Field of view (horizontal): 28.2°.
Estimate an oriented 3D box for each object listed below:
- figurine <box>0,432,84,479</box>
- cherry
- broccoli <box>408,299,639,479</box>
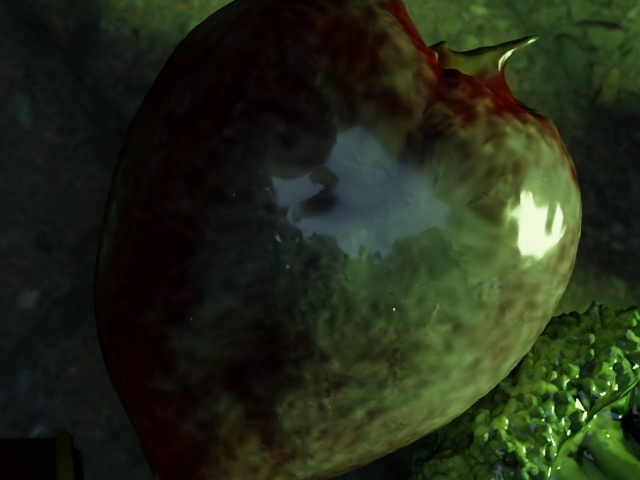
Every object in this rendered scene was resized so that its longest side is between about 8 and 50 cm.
[{"bbox_3d":[-0.198,0.149,0.653,0.154,0.098,0.082,0,90,-14],"label":"figurine"},{"bbox_3d":[0.000,0.000,0.648,0.230,0.203,0.300,34,89,-16],"label":"cherry"},{"bbox_3d":[0.150,0.142,0.690,0.226,0.176,0.198,-32,113,11],"label":"broccoli"}]
